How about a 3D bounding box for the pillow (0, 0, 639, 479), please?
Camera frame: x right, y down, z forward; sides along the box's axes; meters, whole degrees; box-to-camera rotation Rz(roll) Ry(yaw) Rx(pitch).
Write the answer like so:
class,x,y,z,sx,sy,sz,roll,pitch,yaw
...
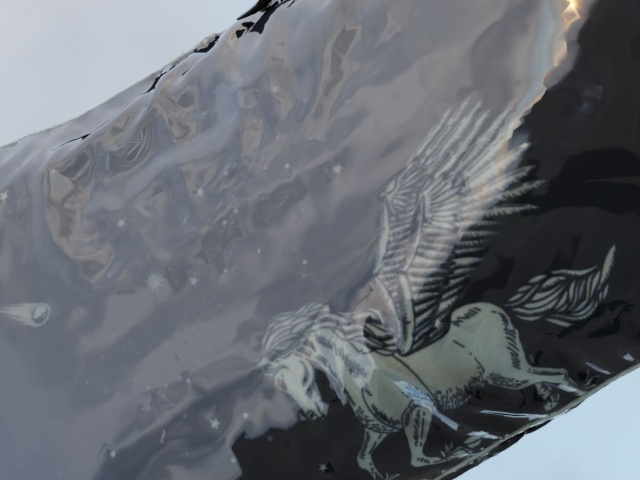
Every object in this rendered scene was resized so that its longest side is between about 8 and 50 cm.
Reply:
class,x,y,z,sx,sy,sz,roll,pitch,yaw
pillow,0.000,0.000,0.369,0.055,0.208,0.141,35,-153,-59
